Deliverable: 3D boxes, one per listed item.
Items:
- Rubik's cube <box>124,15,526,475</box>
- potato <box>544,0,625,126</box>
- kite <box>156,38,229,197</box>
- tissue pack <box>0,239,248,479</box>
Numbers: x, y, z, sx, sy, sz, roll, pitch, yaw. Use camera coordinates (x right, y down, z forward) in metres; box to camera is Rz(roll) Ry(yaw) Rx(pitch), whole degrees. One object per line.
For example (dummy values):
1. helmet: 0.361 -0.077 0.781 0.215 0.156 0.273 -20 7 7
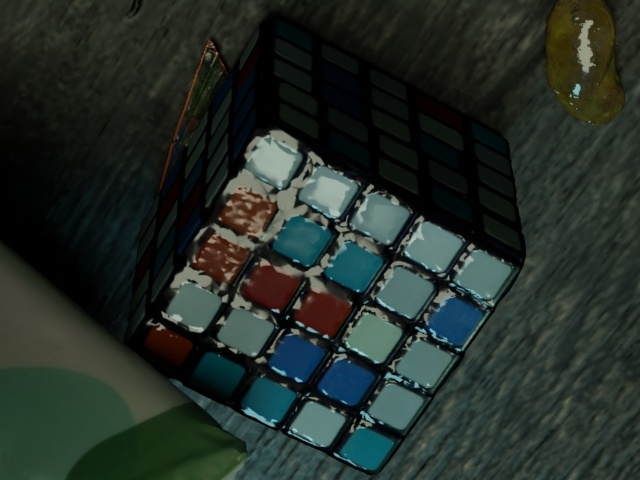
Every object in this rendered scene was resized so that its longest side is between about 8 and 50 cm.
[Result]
1. Rubik's cube: 0.000 0.000 1.132 0.187 0.184 0.182 28 114 -12
2. potato: 0.164 -0.113 1.141 0.046 0.045 0.092 -26 122 -21
3. kite: -0.047 -0.047 1.218 0.159 0.010 0.190 -24 115 15
4. tissue pack: -0.259 0.130 1.050 0.356 0.266 0.194 39 142 15
